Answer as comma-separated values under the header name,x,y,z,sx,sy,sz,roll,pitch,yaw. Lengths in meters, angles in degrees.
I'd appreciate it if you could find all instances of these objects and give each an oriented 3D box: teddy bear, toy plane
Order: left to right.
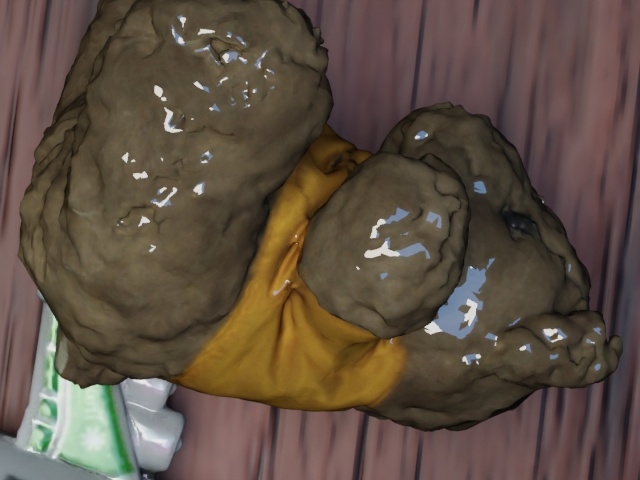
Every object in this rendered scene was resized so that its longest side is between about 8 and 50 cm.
name,x,y,z,sx,sy,sz,roll,pitch,yaw
toy plane,-0.110,0.099,0.506,0.174,0.080,0.174,0,90,-10
teddy bear,0.000,0.000,0.480,0.190,0.177,0.140,19,98,-19
